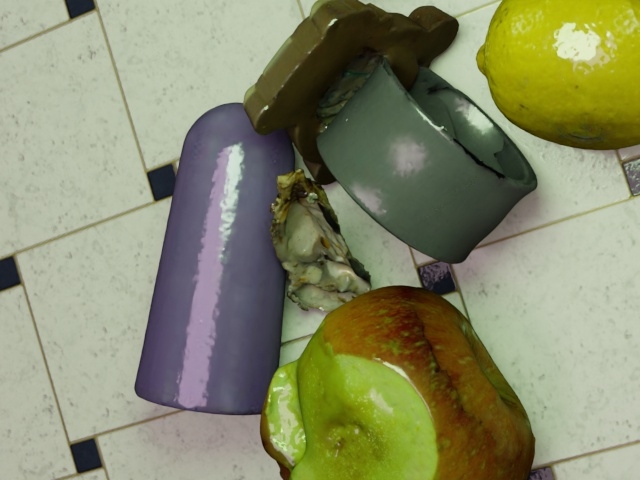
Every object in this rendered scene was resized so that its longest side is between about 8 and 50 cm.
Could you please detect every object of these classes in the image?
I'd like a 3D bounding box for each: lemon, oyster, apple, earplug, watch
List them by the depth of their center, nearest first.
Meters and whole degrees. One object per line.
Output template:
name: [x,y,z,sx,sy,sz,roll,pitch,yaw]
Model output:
lemon: [0.352,-0.242,1.654,0.284,0.260,0.261,14,97,41]
apple: [0.089,0.253,1.697,0.374,0.384,0.374,-24,41,23]
watch: [0.112,-0.130,1.697,0.314,0.335,0.327,-49,64,18]
oyster: [-0.003,0.000,1.774,0.128,0.345,0.079,3,56,16]
earplug: [-0.141,0.023,1.868,0.215,0.215,0.456,9,92,19]
